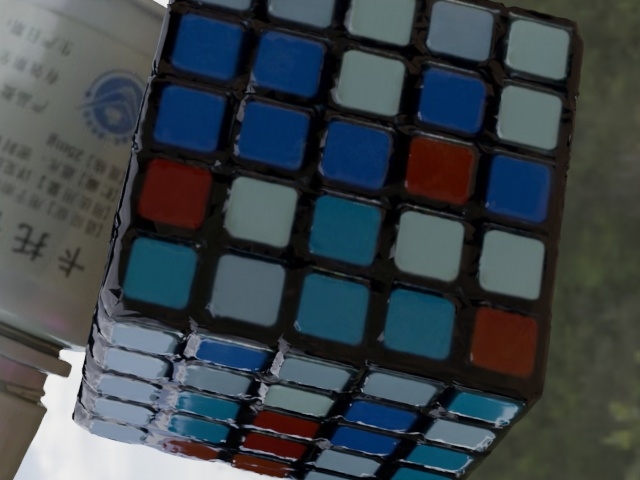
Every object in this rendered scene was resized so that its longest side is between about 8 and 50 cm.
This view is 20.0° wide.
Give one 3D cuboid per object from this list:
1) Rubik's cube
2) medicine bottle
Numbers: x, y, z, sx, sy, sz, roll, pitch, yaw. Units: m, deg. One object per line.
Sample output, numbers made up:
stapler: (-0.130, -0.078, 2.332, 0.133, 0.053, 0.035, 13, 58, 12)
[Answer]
Rubik's cube: (0.000, 0.000, 0.813, 0.187, 0.182, 0.184, 116, 166, -66)
medicine bottle: (-0.189, -0.016, 1.089, 0.170, 0.170, 0.293, 66, -133, -82)
